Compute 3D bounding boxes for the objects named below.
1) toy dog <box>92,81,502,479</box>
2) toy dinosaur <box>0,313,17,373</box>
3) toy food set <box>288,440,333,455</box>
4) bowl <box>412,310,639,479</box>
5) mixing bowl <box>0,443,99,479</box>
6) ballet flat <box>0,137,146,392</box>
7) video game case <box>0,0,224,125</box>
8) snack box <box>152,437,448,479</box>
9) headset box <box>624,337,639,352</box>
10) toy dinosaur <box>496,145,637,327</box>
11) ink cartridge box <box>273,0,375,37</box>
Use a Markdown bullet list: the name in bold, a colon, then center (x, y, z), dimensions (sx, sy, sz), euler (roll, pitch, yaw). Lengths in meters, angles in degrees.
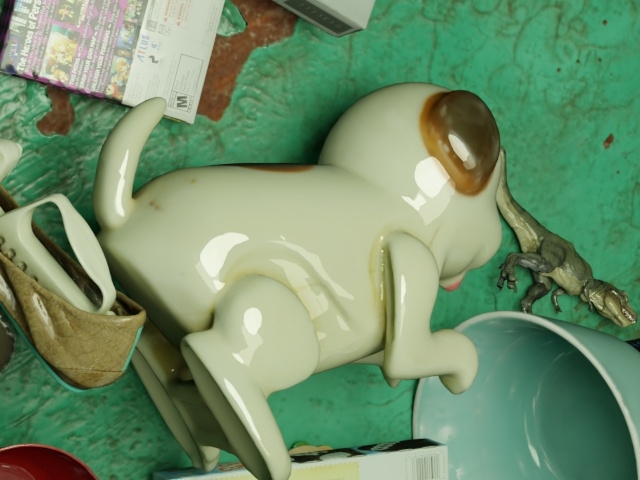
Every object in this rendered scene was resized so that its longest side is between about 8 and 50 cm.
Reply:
- **toy dog**: center (0.000, 0.000, 1.704), dimensions (0.408, 0.284, 0.395), euler (-31, 91, -21)
- **toy dinosaur**: center (-0.349, 0.161, 1.544), dimensions (0.160, 0.121, 0.314), euler (22, 56, -37)
- **toy food set**: center (-0.020, 0.258, 1.861), dimensions (0.082, 0.020, 0.083), euler (13, 92, -27)
- **bowl**: center (0.266, 0.217, 1.868), dimensions (0.163, 0.311, 0.312), euler (-11, 103, -44)
- **mixing bowl**: center (-0.303, 0.274, 1.680), dimensions (0.181, 0.098, 0.181), euler (-4, 100, -25)
- **ballet flat**: center (-0.287, -0.013, 1.574), dimensions (0.342, 0.116, 0.124), euler (46, 115, 3)
- **video game case**: center (-0.194, -0.250, 1.686), dimensions (0.210, 0.042, 0.232), euler (13, 91, -27)
- **snack box**: center (-0.014, 0.320, 1.821), dimensions (0.322, 0.060, 0.187), euler (-3, 93, -24)
- **headset box**: center (0.475, 0.194, 1.949), dimensions (0.246, 0.283, 0.131), euler (-8, 102, -24)
- **toy dinosaur**: center (0.247, 0.029, 1.937), dimensions (0.268, 0.064, 0.118), euler (47, 62, -24)
- **ink cartridge box**: center (-0.040, -0.367, 1.703), dimensions (0.275, 0.060, 0.239), euler (27, 71, -27)
